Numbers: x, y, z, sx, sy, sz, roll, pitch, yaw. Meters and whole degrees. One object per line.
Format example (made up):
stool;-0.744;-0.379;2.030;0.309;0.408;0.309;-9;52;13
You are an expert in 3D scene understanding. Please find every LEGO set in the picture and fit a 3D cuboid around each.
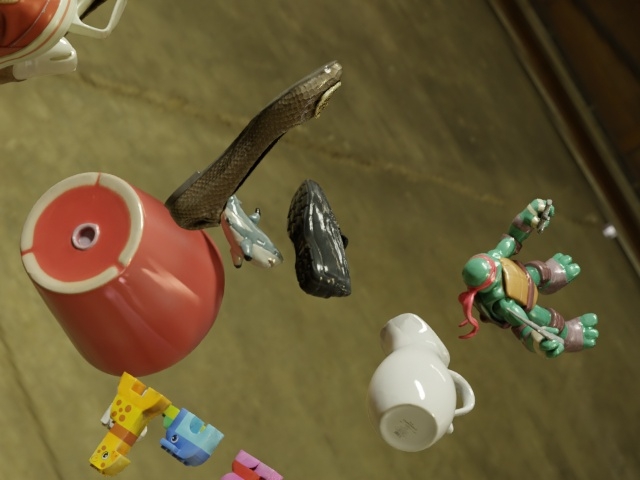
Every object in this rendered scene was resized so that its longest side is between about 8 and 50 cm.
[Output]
LEGO set;-0.159;0.201;1.366;0.227;0.093;0.087;25;-15;40

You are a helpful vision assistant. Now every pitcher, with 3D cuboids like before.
pitcher;0.152;0.222;2.039;0.178;0.125;0.207;37;27;-12

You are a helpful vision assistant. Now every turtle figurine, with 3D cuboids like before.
turtle figurine;0.215;0.045;1.502;0.234;0.118;0.175;24;63;-56

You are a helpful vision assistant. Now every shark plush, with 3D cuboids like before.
shark plush;-0.117;-0.027;2.159;0.161;0.067;0.073;62;-21;14

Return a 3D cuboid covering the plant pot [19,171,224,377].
plant pot;-0.305;0.037;2.116;0.243;0.275;0.275;56;11;-61

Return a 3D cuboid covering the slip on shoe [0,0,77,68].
slip on shoe;-0.419;-0.240;1.643;0.101;0.331;0.123;35;55;-37

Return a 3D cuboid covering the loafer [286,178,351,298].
loafer;0.000;0.000;2.107;0.078;0.076;0.223;17;39;-25

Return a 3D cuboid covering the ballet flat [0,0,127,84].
ballet flat;-0.358;-0.307;1.983;0.124;0.342;0.116;36;-26;11

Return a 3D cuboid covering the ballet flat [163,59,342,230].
ballet flat;-0.063;-0.094;1.492;0.058;0.250;0.084;50;17;4
